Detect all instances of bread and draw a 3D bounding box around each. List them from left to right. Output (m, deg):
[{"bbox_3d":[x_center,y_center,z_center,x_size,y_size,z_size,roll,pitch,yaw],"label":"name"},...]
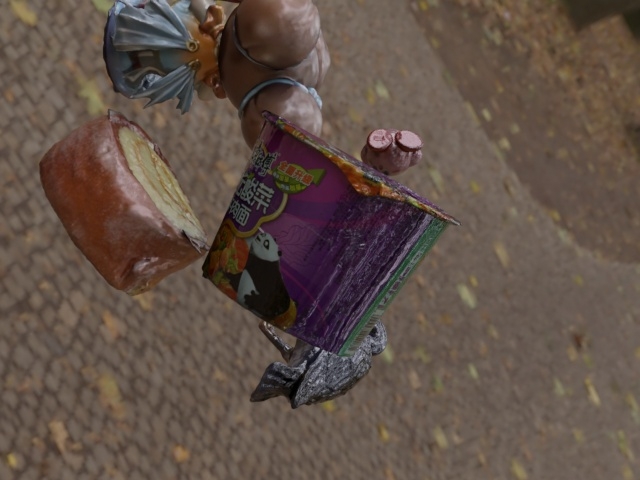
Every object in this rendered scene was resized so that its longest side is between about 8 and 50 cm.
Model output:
[{"bbox_3d":[-0.236,-0.040,1.551,0.190,0.123,0.244,42,12,-52],"label":"bread"}]

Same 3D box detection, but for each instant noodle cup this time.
[{"bbox_3d":[0.000,0.000,1.382,0.251,0.190,0.251,30,5,-3],"label":"instant noodle cup"}]

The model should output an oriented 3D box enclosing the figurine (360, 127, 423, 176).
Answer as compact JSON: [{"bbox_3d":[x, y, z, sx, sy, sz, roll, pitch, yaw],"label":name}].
[{"bbox_3d":[0.099,-0.122,1.750,0.071,0.083,0.067,102,0,-53],"label":"figurine"}]

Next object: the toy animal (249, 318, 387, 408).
[{"bbox_3d":[-0.007,0.165,1.949,0.185,0.122,0.298,40,34,-3],"label":"toy animal"}]

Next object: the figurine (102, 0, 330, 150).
[{"bbox_3d":[-0.152,-0.295,1.991,0.248,0.388,0.276,-43,137,-52],"label":"figurine"}]
